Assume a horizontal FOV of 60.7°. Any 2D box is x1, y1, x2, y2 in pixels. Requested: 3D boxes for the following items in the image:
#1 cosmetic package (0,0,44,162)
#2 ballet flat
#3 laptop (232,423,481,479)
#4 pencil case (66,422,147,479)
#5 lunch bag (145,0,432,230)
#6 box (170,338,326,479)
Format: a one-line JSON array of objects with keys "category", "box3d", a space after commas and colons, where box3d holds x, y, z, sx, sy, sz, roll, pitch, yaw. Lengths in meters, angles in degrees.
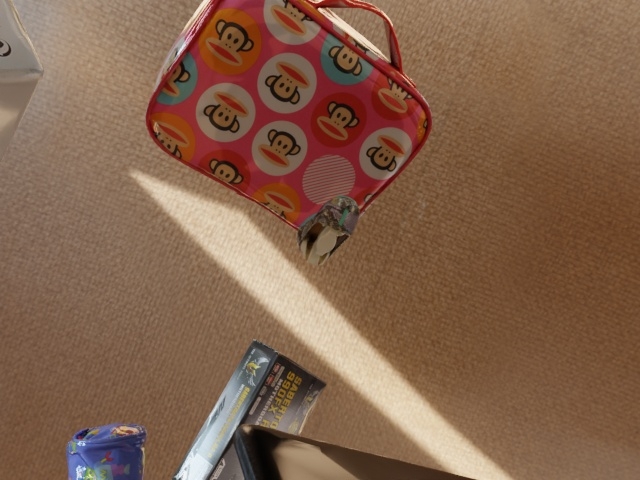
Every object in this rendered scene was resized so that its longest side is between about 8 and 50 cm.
[{"category": "cosmetic package", "box3d": [-0.336, -0.135, 0.370, 0.377, 0.097, 0.285, -28, 84, 45]}, {"category": "ballet flat", "box3d": [0.000, 0.000, 0.490, 0.041, 0.114, 0.041, 7, 65, -16]}, {"category": "laptop", "box3d": [0.125, 0.333, 0.265, 0.381, 0.408, 0.237, 23, 94, -22]}, {"category": "pencil case", "box3d": [-0.352, 0.449, 0.865, 0.133, 0.119, 0.307, 4, 80, -9]}, {"category": "lunch bag", "box3d": [-0.023, -0.163, 0.630, 0.293, 0.120, 0.258, 32, 113, -24]}, {"category": "box", "box3d": [-0.100, 0.289, 0.843, 0.056, 0.183, 0.231, 21, 73, 34]}]
